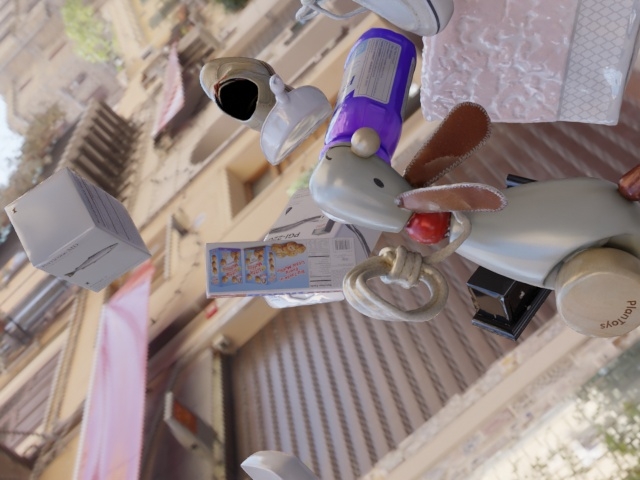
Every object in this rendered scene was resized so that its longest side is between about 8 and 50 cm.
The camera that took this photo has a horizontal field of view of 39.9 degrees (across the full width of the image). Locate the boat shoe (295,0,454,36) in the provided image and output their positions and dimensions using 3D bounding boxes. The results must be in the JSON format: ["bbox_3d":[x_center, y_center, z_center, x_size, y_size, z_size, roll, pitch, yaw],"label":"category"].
[{"bbox_3d":[-0.005,-0.357,1.135,0.367,0.156,0.136,38,164,-10],"label":"boat shoe"}]

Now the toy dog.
[{"bbox_3d":[0.172,-0.041,0.796,0.334,0.161,0.220,6,-145,-18],"label":"toy dog"}]

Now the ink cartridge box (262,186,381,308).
[{"bbox_3d":[0.000,0.000,1.421,0.092,0.159,0.217,58,-141,-29],"label":"ink cartridge box"}]

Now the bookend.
[{"bbox_3d":[0.260,0.022,1.196,0.072,0.156,0.157,19,146,40],"label":"bookend"}]

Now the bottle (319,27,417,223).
[{"bbox_3d":[0.057,-0.148,1.142,0.092,0.118,0.282,20,-126,-7],"label":"bottle"}]

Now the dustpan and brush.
[{"bbox_3d":[-0.051,-0.213,1.437,0.060,0.147,0.211,46,174,8],"label":"dustpan and brush"}]

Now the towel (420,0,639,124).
[{"bbox_3d":[0.307,-0.295,1.295,0.331,0.317,0.053,84,-169,-52],"label":"towel"}]

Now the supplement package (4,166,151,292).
[{"bbox_3d":[-0.336,-0.010,1.242,0.105,0.105,0.179,59,-175,20],"label":"supplement package"}]

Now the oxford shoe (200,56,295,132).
[{"bbox_3d":[-0.153,-0.288,1.659,0.130,0.123,0.348,13,-167,-40],"label":"oxford shoe"}]

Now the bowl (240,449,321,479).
[{"bbox_3d":[-0.051,0.407,1.489,0.142,0.053,0.142,49,152,-18],"label":"bowl"}]

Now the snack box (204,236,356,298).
[{"bbox_3d":[-0.046,0.032,1.043,0.022,0.178,0.064,117,150,-73],"label":"snack box"}]
